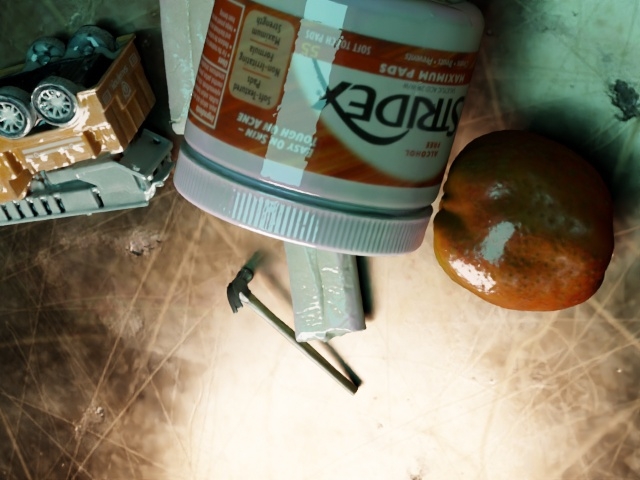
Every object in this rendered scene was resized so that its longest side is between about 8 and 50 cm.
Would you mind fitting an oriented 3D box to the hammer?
[{"bbox_3d":[-0.030,0.105,1.958,0.182,0.062,0.017,42,120,-2],"label":"hammer"}]

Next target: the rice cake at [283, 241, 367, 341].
[{"bbox_3d":[-0.001,0.001,1.910,0.080,0.042,0.221,-3,106,20],"label":"rice cake"}]

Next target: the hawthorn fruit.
[{"bbox_3d":[0.195,-0.013,1.746,0.189,0.189,0.189,8,111,21],"label":"hawthorn fruit"}]

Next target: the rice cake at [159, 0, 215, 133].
[{"bbox_3d":[-0.086,-0.213,1.874,0.189,0.037,0.198,-4,107,25],"label":"rice cake"}]

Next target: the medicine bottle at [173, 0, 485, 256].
[{"bbox_3d":[0.008,-0.137,1.719,0.253,0.252,0.240,19,105,17],"label":"medicine bottle"}]

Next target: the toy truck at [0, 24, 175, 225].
[{"bbox_3d":[-0.334,-0.098,1.975,0.338,0.133,0.184,-13,119,25],"label":"toy truck"}]
